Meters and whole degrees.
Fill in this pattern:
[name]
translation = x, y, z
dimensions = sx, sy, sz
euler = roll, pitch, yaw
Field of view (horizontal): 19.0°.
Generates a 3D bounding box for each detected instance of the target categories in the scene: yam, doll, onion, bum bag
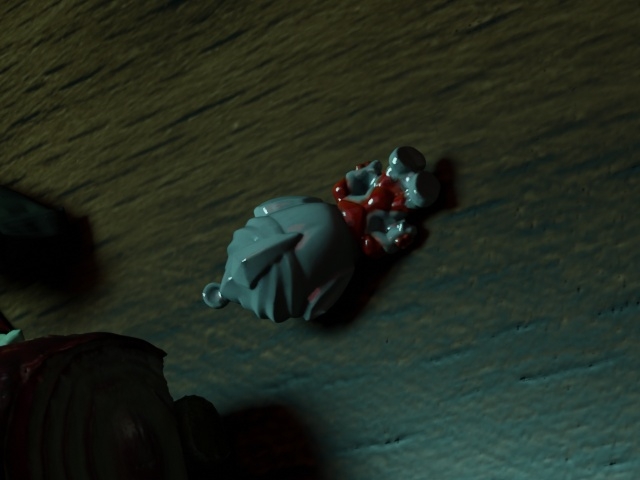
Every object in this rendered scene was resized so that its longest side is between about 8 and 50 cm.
[yam]
translation = -0.122, 0.149, 1.336
dimensions = 0.132, 0.054, 0.054
euler = -25, 49, 35
[doll]
translation = 0.000, 0.000, 1.299
dimensions = 0.180, 0.079, 0.094
euler = -31, 69, 11
[onion]
translation = -0.213, 0.176, 1.251
dimensions = 0.206, 0.207, 0.216
euler = -21, 71, 33
[bum bag]
translation = -0.317, -0.011, 1.605
dimensions = 0.326, 0.142, 0.079
euler = 21, 120, 55

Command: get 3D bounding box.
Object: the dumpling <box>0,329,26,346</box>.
[dumpling]
translation = -0.251, 0.176, 1.435
dimensions = 0.105, 0.149, 0.216
euler = 3, 69, 5

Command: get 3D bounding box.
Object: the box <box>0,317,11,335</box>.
[box]
translation = -0.357, 0.137, 1.594
dimensions = 0.229, 0.050, 0.123
euler = -55, 41, 3
